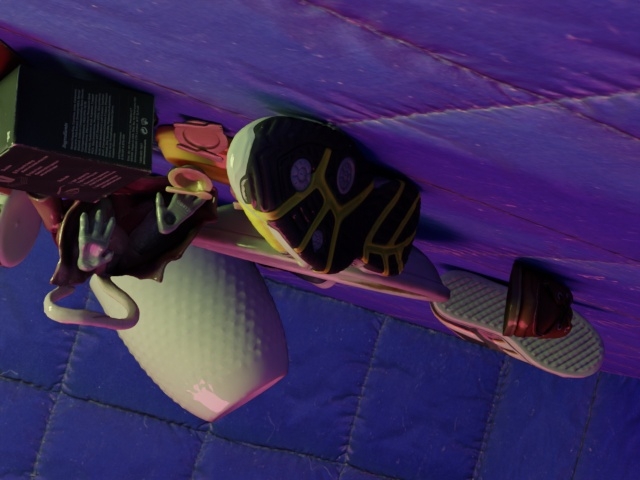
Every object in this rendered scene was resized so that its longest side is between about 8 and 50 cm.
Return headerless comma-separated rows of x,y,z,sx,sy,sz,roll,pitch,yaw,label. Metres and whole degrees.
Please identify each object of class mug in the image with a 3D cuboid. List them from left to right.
-0.235,0.165,2.346,0.276,0.328,0.374,-27,170,-38,mug

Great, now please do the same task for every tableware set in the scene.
-0.109,-0.084,1.518,0.141,0.020,0.169,14,150,-2,tableware set

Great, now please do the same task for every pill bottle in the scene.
-0.534,-0.051,1.839,0.245,0.130,0.130,15,174,14,pill bottle

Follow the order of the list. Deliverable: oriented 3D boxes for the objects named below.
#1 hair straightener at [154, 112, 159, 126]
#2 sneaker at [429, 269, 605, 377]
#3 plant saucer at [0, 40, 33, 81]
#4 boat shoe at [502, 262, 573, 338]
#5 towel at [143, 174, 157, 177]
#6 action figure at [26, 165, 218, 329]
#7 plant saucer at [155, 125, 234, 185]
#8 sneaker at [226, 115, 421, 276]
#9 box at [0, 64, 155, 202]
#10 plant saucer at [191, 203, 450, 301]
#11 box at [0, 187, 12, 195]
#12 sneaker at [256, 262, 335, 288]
-0.265,-0.140,1.544,0.089,0.047,0.230,19,174,-28,hair straightener
0.344,0.144,2.274,0.321,0.126,0.127,27,170,1,sneaker
-0.456,-0.216,1.346,0.258,0.048,0.259,16,175,6,plant saucer
0.336,0.096,1.955,0.104,0.111,0.307,11,-177,11,boat shoe
-0.281,-0.092,2.194,0.110,0.027,0.148,20,172,-41,towel
-0.284,-0.009,1.771,0.248,0.276,0.370,16,172,-26,action figure
-0.114,-0.096,1.617,0.200,0.037,0.200,15,174,2,plant saucer
-0.019,-0.038,1.379,0.147,0.145,0.384,13,172,24,sneaker
-0.284,-0.111,1.399,0.158,0.093,0.156,10,163,-32,box
0.000,0.000,1.860,0.400,0.100,0.400,13,176,1,plant saucer
-0.481,-0.145,1.685,0.170,0.130,0.091,20,173,-40,box
-0.088,0.006,2.338,0.226,0.086,0.163,19,172,40,sneaker
